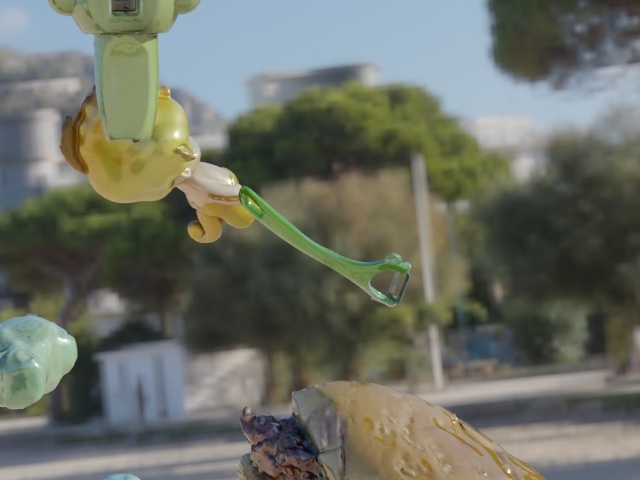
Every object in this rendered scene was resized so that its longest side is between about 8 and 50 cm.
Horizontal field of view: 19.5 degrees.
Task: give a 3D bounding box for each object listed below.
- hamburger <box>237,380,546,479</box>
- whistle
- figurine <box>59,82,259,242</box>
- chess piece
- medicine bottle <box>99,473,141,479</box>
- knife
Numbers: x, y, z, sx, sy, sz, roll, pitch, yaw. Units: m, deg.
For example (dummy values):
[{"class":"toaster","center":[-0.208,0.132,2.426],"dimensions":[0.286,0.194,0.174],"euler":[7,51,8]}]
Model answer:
[{"class":"hamburger","center":[0.086,0.235,1.497],"dimensions":[0.282,0.245,0.155],"euler":[16,-63,-43]},{"class":"whistle","center":[-0.176,-0.243,1.662],"dimensions":[0.141,0.294,0.141],"euler":[1,20,0]},{"class":"figurine","center":[-0.166,-0.083,1.944],"dimensions":[0.246,0.131,0.156],"euler":[36,-6,-36]},{"class":"chess piece","center":[-0.363,0.127,1.698],"dimensions":[0.298,0.176,0.176],"euler":[-10,-2,-23]},{"class":"medicine bottle","center":[-0.094,0.268,1.188],"dimensions":[0.139,0.225,0.139],"euler":[-44,9,9]},{"class":"knife","center":[-0.001,0.002,1.568],"dimensions":[0.166,0.022,0.078],"euler":[29,-36,7]}]
